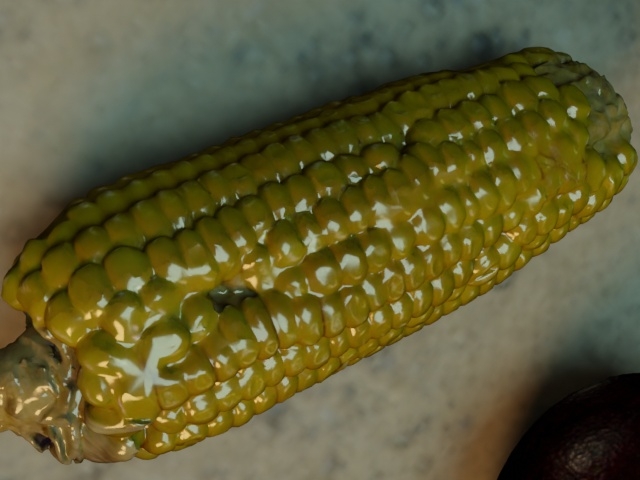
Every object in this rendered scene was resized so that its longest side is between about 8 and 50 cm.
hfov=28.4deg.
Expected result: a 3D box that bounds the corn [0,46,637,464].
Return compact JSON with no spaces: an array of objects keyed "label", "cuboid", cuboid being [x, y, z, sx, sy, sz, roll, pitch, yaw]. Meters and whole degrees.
[{"label":"corn","cuboid":[0.000,0.000,0.452,0.261,0.097,0.097,-25,113,-19]}]

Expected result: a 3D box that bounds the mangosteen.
[{"label":"mangosteen","cuboid":[0.144,0.132,0.526,0.152,0.152,0.152,-7,106,-24]}]
